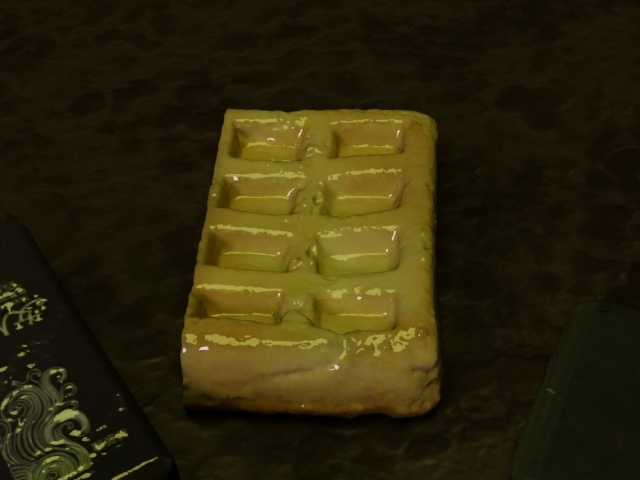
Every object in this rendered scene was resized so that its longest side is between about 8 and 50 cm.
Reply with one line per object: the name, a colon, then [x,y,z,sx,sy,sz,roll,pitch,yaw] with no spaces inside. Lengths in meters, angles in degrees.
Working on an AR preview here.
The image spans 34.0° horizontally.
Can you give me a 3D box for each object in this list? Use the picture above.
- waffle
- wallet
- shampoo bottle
waffle: [0.000,0.000,0.727,0.167,0.057,0.274,1,43,5]
wallet: [0.244,0.115,0.592,0.245,0.052,0.169,13,46,25]
shampoo bottle: [-0.157,0.112,0.615,0.098,0.071,0.309,-23,48,-23]
